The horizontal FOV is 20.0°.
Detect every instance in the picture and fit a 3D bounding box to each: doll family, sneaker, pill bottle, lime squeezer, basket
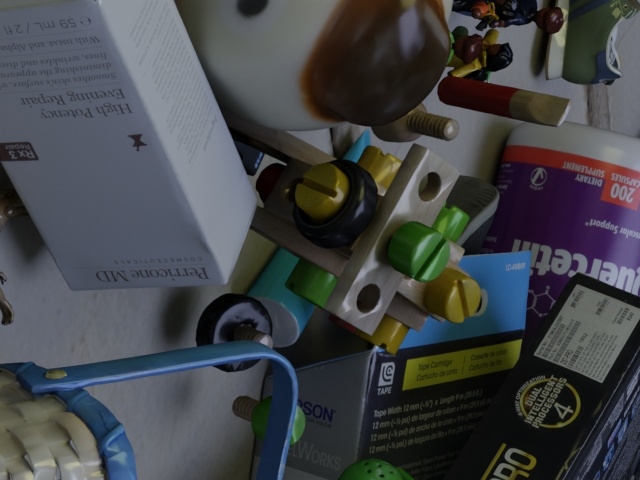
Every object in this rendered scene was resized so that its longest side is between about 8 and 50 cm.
[{"bbox_3d":[0.135,-0.186,1.564,0.193,0.111,0.076,-53,144,-38],"label":"doll family"},{"bbox_3d":[0.089,0.034,1.607,0.222,0.083,0.118,-31,135,-48],"label":"sneaker"},{"bbox_3d":[0.238,0.053,1.782,0.181,0.181,0.323,19,84,-62],"label":"pill bottle"},{"bbox_3d":[0.049,0.232,1.424,0.310,0.059,0.110,29,78,-54],"label":"lime squeezer"},{"bbox_3d":[0.302,-0.202,1.958,0.037,0.032,0.083,-34,127,-34],"label":"sneaker"},{"bbox_3d":[0.282,-0.249,1.821,0.064,0.086,0.192,-44,143,-76],"label":"sneaker"},{"bbox_3d":[-0.152,0.186,1.069,0.289,0.201,0.255,1,103,-30],"label":"basket"}]

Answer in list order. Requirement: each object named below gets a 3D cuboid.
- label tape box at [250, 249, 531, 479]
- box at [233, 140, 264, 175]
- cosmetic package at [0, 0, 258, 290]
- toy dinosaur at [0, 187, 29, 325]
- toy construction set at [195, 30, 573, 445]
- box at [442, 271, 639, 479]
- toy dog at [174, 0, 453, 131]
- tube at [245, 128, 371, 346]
[{"bbox_3d":[0.056,0.173,1.560,0.249,0.115,0.348,-4,103,-55],"label":"label tape box"},{"bbox_3d":[-0.053,-0.100,1.355,0.083,0.018,0.067,-66,150,-19],"label":"box"},{"bbox_3d":[-0.131,-0.074,1.089,0.085,0.117,0.231,-72,150,-43],"label":"cosmetic package"},{"bbox_3d":[-0.227,0.016,1.071,0.183,0.053,0.093,-29,111,-64],"label":"toy dinosaur"},{"bbox_3d":[0.060,-0.023,1.271,0.309,0.237,0.257,-41,122,-22],"label":"toy construction set"},{"bbox_3d":[0.156,0.268,1.488,0.395,0.097,0.318,-54,154,-31],"label":"box"},{"bbox_3d":[0.030,-0.259,1.194,0.408,0.284,0.395,-56,144,-23],"label":"toy dog"},{"bbox_3d":[0.000,0.000,1.473,0.080,0.052,0.207,91,23,-44],"label":"tube"}]
